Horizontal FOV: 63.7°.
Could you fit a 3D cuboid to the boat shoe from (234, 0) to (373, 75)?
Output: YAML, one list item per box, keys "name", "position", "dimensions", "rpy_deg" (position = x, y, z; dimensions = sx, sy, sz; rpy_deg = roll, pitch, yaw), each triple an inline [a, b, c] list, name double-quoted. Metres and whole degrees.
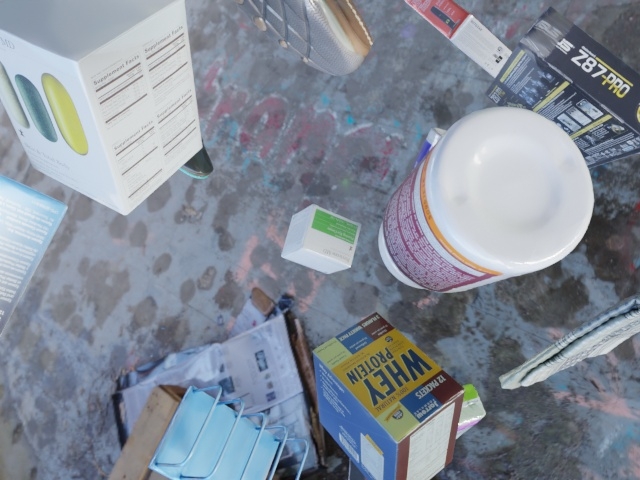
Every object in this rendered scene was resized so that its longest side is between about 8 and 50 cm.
- name: "boat shoe"
  position: [-0.051, -0.289, 0.437]
  dimensions: [0.116, 0.324, 0.123]
  rpy_deg: [-49, 27, -10]

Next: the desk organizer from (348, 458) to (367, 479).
- name: "desk organizer"
  position: [0.095, 0.515, 1.131]
  dimensions: [0.047, 0.050, 0.130]
  rpy_deg: [-21, 47, 35]

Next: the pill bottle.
- name: "pill bottle"
  position: [0.227, -0.034, 0.838]
  dimensions: [0.223, 0.392, 0.224]
  rpy_deg: [1, 79, -6]

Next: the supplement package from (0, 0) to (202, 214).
- name: "supplement package"
  position: [-0.322, -0.221, 0.757]
  dimensions: [0.199, 0.263, 0.198]
  rpy_deg: [25, 53, 14]

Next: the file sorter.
- name: "file sorter"
  position: [-0.118, 0.289, 0.706]
  dimensions: [0.104, 0.170, 0.118]
  rpy_deg: [-28, 31, 47]

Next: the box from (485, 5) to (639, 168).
- name: "box"
  position: [0.536, -0.300, 1.119]
  dimensions: [0.318, 0.395, 0.097]
  rpy_deg: [40, 96, 6]

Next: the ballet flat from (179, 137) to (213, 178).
- name: "ballet flat"
  position: [-0.308, -0.231, 1.012]
  dimensions: [0.280, 0.095, 0.096]
  rpy_deg: [38, 120, 21]

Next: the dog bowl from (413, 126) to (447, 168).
- name: "dog bowl"
  position: [0.362, -0.167, 1.234]
  dimensions: [0.265, 0.264, 0.104]
  rpy_deg: [40, 116, 33]

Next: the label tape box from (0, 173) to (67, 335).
- name: "label tape box"
  position: [-0.592, 0.042, 0.775]
  dimensions: [0.115, 0.249, 0.348]
  rpy_deg: [16, 79, 46]

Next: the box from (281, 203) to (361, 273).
- name: "box"
  position: [0.000, 0.000, 0.924]
  dimensions: [0.102, 0.101, 0.087]
  rpy_deg: [-22, 50, 64]

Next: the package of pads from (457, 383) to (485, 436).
- name: "package of pads"
  position: [0.251, 0.491, 1.334]
  dimensions: [0.229, 0.296, 0.101]
  rpy_deg: [109, 146, -50]

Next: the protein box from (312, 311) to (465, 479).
- name: "protein box"
  position: [0.102, 0.269, 0.829]
  dimensions: [0.135, 0.201, 0.199]
  rpy_deg: [-26, 44, -26]

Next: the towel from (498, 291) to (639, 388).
- name: "towel"
  position: [0.524, 0.172, 0.944]
  dimensions: [0.056, 0.312, 0.324]
  rpy_deg: [61, 138, 25]

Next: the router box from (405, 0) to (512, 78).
- name: "router box"
  position: [0.443, -0.615, 1.546]
  dimensions: [0.082, 0.335, 0.301]
  rpy_deg: [-50, 43, 25]
